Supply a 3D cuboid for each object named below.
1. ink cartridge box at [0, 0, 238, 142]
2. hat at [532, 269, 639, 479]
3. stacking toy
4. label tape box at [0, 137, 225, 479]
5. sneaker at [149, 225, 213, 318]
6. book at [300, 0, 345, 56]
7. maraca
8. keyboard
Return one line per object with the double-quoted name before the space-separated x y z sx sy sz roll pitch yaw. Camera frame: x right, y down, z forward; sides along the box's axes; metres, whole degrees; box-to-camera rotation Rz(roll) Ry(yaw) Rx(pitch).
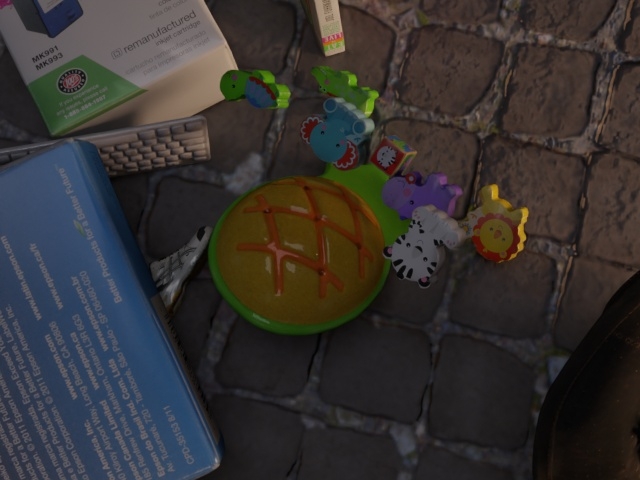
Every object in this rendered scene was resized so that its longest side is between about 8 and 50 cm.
"ink cartridge box" -0.180 -0.190 0.991 0.154 0.093 0.212 -27 73 -2
"hat" 0.282 0.073 0.837 0.331 0.331 0.134 -17 34 0
"stacking toy" 0.041 -0.054 0.904 0.221 0.167 0.052 40 111 16
"label tape box" -0.275 0.109 0.877 0.347 0.115 0.249 -24 93 0
"sneaker" -0.114 0.020 0.961 0.037 0.032 0.083 30 79 11
"book" -0.006 -0.214 0.956 0.035 0.144 0.096 -17 74 0
"maraca" 0.000 0.000 0.927 0.185 0.099 0.127 -34 77 -32
"keyboard" -0.213 -0.058 0.952 0.256 0.072 0.014 -11 73 -6
